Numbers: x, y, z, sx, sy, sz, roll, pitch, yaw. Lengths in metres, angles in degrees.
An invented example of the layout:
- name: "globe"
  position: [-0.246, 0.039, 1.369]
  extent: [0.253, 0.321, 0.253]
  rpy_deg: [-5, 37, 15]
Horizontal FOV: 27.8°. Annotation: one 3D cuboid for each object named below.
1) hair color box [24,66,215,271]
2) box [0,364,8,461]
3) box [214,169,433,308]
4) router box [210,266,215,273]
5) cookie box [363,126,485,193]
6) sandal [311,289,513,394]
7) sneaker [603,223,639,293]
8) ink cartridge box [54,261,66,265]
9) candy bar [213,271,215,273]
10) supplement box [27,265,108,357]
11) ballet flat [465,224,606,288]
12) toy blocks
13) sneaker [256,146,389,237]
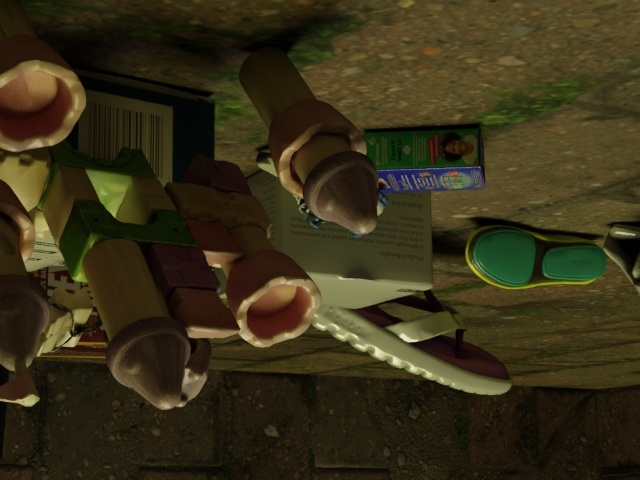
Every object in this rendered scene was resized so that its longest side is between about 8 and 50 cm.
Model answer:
- name: "hair color box"
  position: [-0.256, -0.053, 1.148]
  extent: [0.174, 0.105, 0.347]
  rpy_deg: [9, 165, -37]
- name: "box"
  position: [-0.675, 0.149, 1.704]
  extent: [0.480, 0.297, 0.472]
  rpy_deg: [2, 171, -8]
- name: "box"
  position: [0.000, 0.000, 1.380]
  extent: [0.181, 0.119, 0.182]
  rpy_deg: [6, 167, -26]
- name: "router box"
  position: [-0.115, 0.019, 1.660]
  extent: [0.179, 0.046, 0.133]
  rpy_deg: [-10, 165, 39]
- name: "cookie box"
  position: [0.098, -0.074, 1.207]
  extent: [0.107, 0.040, 0.092]
  rpy_deg: [-2, 169, 9]
- name: "sandal"
  position: [0.108, 0.097, 1.626]
  extent: [0.416, 0.102, 0.169]
  rpy_deg: [23, -171, -36]
- name: "sneaker"
  position: [0.435, 0.064, 1.504]
  extent: [0.129, 0.111, 0.297]
  rpy_deg: [17, -168, -28]
- name: "ink cartridge box"
  position: [-0.276, -0.008, 1.480]
  extent: [0.151, 0.063, 0.109]
  rpy_deg: [2, 169, -9]
- name: "candy bar"
  position: [-0.100, 0.064, 1.593]
  extent: [0.161, 0.018, 0.040]
  rpy_deg: [25, 173, 21]
- name: "supplement box"
  position: [-0.339, 0.090, 1.805]
  extent: [0.191, 0.129, 0.194]
  rpy_deg: [2, 169, -9]
- name: "ballet flat"
  position: [0.255, 0.021, 1.623]
  extent: [0.231, 0.077, 0.077]
  rpy_deg: [5, -176, -33]
- name: "toy blocks"
  position: [-0.130, 0.034, 0.883]
  extent: [0.289, 0.260, 0.309]
  rpy_deg: [7, 126, -35]
- name: "sneaker"
  position: [-0.007, -0.045, 1.226]
  extent: [0.135, 0.058, 0.052]
  rpy_deg: [25, 174, 16]
